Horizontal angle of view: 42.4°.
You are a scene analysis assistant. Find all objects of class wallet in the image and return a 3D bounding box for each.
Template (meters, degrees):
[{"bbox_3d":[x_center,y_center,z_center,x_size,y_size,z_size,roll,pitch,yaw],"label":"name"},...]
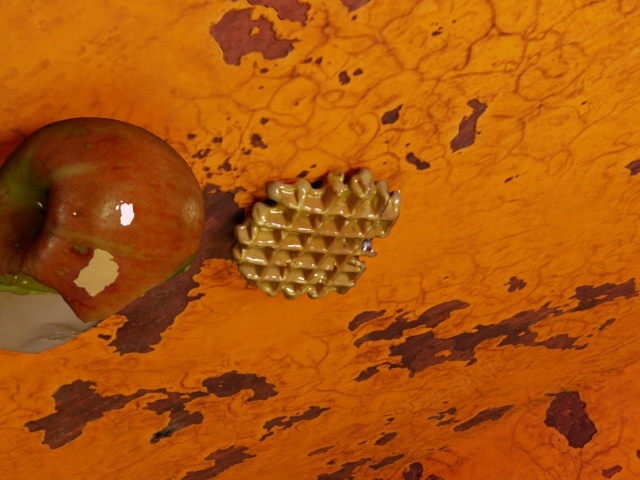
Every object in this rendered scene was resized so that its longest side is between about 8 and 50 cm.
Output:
[{"bbox_3d":[-0.429,0.079,1.180,0.335,0.068,0.275,-32,141,32],"label":"wallet"}]

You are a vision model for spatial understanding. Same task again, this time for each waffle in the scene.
[{"bbox_3d":[0.000,0.001,1.255,0.283,0.065,0.309,-23,148,9],"label":"waffle"}]

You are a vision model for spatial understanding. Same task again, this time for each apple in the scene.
[{"bbox_3d":[-0.253,-0.015,0.953,0.246,0.246,0.226,-35,152,25],"label":"apple"}]
